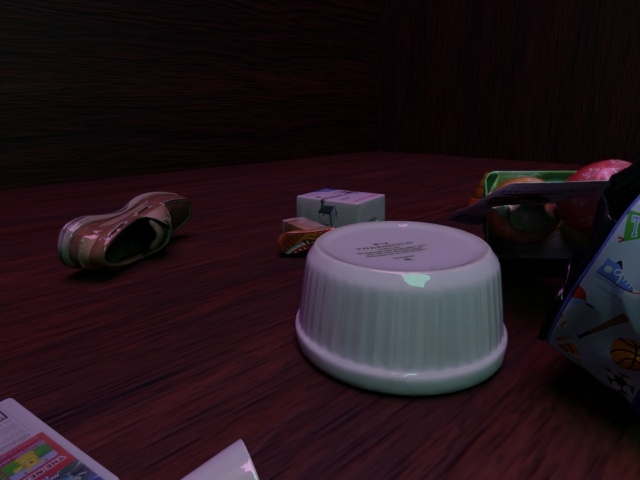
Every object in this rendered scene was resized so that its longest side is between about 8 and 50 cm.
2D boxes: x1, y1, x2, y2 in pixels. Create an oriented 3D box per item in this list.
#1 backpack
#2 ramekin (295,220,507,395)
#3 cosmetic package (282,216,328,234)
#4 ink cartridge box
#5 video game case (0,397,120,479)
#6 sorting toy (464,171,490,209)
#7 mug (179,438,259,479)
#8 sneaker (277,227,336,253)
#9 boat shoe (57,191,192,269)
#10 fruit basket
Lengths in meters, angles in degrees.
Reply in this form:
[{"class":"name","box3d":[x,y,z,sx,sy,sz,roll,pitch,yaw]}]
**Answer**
[{"class":"backpack","box3d":[0.356,0.048,0.378,0.263,0.276,0.213,-12,33,-21]},{"class":"ramekin","box3d":[0.099,0.061,0.519,0.273,0.127,0.273,-1,18,0]},{"class":"cosmetic package","box3d":[-0.037,-0.021,0.939,0.060,0.041,0.115,-12,20,-33]},{"class":"ink cartridge box","box3d":[0.054,-0.080,1.060,0.190,0.082,0.139,9,20,35]},{"class":"video game case","box3d":[-0.279,0.200,0.273,0.183,0.023,0.201,9,19,31]},{"class":"sorting toy","box3d":[0.548,-0.102,1.025,0.365,0.126,0.127,10,20,35]},{"class":"mug","box3d":[-0.068,0.180,0.265,0.064,0.062,0.078,-18,16,-23]},{"class":"sneaker","box3d":[0.000,0.000,0.838,0.175,0.064,0.067,6,8,13]},{"class":"boat shoe","box3d":[-0.367,-0.017,0.846,0.116,0.123,0.324,12,27,18]},{"class":"fruit basket","box3d":[0.401,-0.040,0.641,0.327,0.165,0.353,0,0,4]}]
